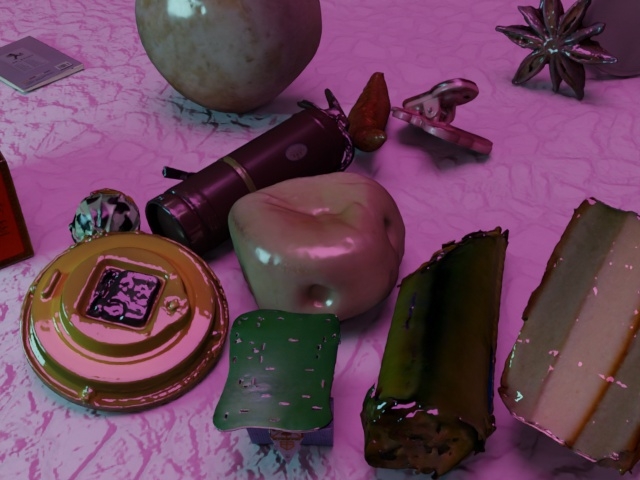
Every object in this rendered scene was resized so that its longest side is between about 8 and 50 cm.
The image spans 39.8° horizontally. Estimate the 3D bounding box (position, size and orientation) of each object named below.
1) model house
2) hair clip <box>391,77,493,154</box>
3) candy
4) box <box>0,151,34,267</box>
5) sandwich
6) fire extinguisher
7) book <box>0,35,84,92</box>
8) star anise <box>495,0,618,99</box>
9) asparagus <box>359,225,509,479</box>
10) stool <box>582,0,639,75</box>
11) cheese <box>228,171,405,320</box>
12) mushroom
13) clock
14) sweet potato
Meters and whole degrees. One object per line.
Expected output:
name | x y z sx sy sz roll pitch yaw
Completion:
model house | -0.037 0.156 0.887 0.117 0.088 0.167 -1 37 3
hair clip | 0.171 -0.169 1.298 0.138 0.102 0.123 -14 -19 43
candy | -0.269 0.055 1.063 0.091 0.083 0.306 -31 41 25
box | -0.463 -0.088 1.175 0.074 0.153 0.240 -25 43 -20
sandwich | 0.300 0.107 0.883 0.155 0.198 0.227 26 86 31
fire extinguisher | -0.080 -0.101 1.192 0.341 0.105 0.141 -36 78 -31
book | -0.525 -0.317 1.582 0.181 0.014 0.127 29 48 34
star anise | 0.377 -0.309 1.400 0.182 0.195 0.065 53 39 4
asparagus | 0.134 0.089 0.950 0.128 0.108 0.382 5 37 13
stool | 0.490 -0.402 1.478 0.195 0.195 0.199 -9 36 -8
cheese | 0.000 0.000 1.053 0.218 0.117 0.235 -31 41 -29
mushroom | -0.131 -0.364 1.392 0.297 0.298 0.290 9 33 15
clock | -0.217 0.074 0.981 0.237 0.057 0.237 3 52 -5
sweet potato | 0.073 -0.179 1.322 0.078 0.058 0.255 -41 18 24
